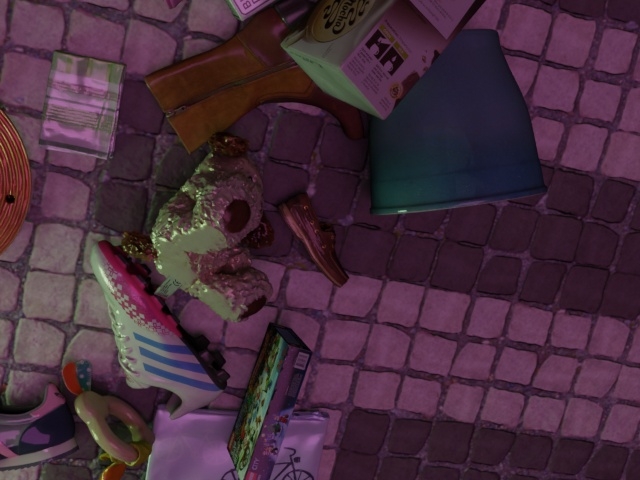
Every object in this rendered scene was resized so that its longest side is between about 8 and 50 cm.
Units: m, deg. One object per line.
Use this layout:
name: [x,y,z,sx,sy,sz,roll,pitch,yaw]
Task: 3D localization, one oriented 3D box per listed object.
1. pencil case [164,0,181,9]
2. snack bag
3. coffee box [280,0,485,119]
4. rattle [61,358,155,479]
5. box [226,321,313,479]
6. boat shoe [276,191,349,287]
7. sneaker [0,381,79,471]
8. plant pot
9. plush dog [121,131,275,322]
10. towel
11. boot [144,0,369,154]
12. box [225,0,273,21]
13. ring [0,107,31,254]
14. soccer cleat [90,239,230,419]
pencil case: [-0.115,-0.423,1.312,0.284,0.124,0.124,-26,111,-2]
snack bag: [-0.164,0.446,1.710,0.323,0.037,0.342,6,102,-14]
coffee box: [0.109,-0.332,1.356,0.297,0.168,0.119,-50,128,-3]
rattle: [-0.380,0.308,1.592,0.200,0.130,0.143,42,122,-12]
box: [-0.086,0.264,1.586,0.044,0.159,0.233,18,93,-17]
boat shoe: [0.000,0.000,1.589,0.060,0.064,0.178,-34,108,2]
sneaker: [-0.558,0.309,1.558,0.319,0.112,0.131,-10,92,-12]
plant pot: [0.193,-0.182,1.480,0.272,0.272,0.255,-9,95,-9]
plush dog: [-0.160,-0.038,1.476,0.211,0.225,0.262,12,136,20]
towel: [-0.360,-0.203,1.470,0.113,0.023,0.151,9,105,-15]
boot: [-0.088,-0.206,1.493,0.281,0.096,0.264,-30,127,6]
box: [-0.042,-0.468,1.420,0.290,0.087,0.169,-32,111,-1]
ring: [-0.605,-0.094,1.448,0.337,0.032,0.336,-4,109,-11]
soccer cleat: [-0.283,0.154,1.549,0.143,0.116,0.331,-36,111,0]
